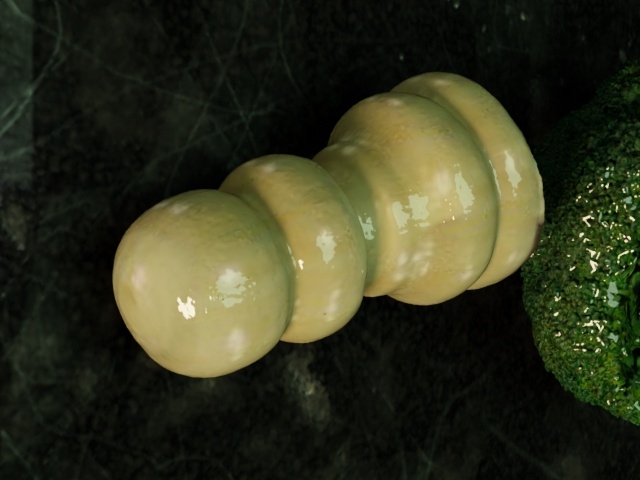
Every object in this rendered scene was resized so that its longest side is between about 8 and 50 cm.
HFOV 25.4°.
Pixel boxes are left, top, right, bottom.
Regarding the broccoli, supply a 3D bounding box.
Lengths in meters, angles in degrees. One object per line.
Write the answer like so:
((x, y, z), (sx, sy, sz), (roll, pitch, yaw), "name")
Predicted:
((0.284, 0.002, 1.012), (0.297, 0.297, 0.297), (-53, 158, -33), "broccoli")

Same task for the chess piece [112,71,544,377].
((0.000, 0.000, 0.839), (0.261, 0.142, 0.143), (-24, 110, -37), "chess piece")
